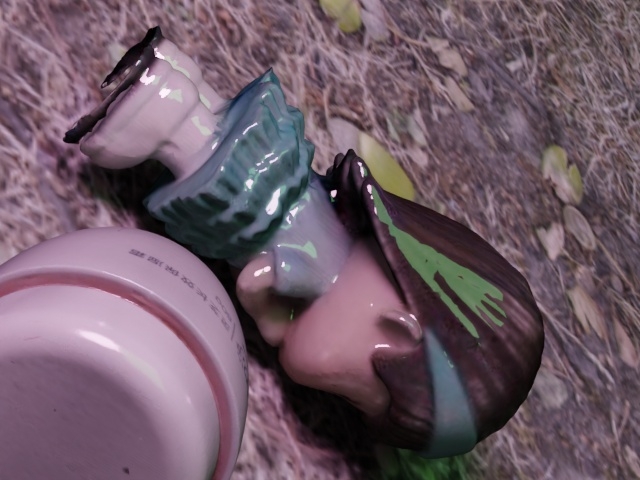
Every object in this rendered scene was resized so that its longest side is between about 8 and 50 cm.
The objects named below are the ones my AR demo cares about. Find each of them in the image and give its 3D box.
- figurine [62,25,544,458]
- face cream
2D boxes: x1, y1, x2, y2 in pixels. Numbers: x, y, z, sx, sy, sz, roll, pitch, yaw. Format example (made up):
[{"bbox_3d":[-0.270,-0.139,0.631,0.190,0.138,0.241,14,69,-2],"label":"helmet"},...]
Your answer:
[{"bbox_3d":[0.000,0.000,0.869,0.245,0.110,0.138,41,15,-11],"label":"figurine"},{"bbox_3d":[-0.083,0.055,0.680,0.117,0.117,0.104,49,22,-11],"label":"face cream"}]
